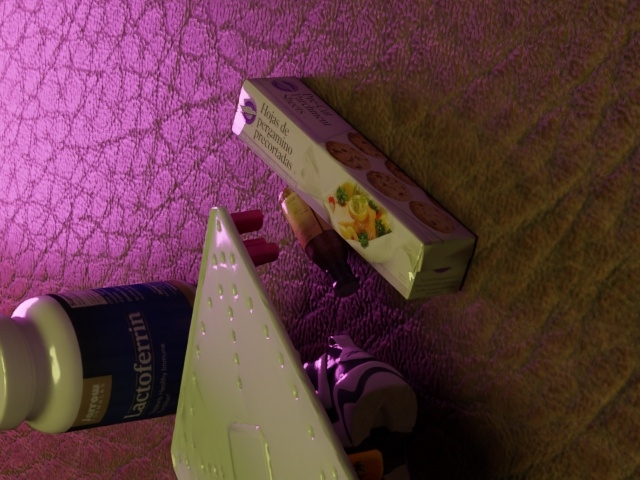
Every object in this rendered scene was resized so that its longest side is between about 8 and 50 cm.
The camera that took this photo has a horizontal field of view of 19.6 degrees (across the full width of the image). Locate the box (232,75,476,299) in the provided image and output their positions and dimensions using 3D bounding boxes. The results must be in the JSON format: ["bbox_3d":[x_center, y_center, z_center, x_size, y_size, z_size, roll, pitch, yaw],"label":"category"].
[{"bbox_3d":[0.026,-0.056,1.779,0.324,0.067,0.063,45,129,43],"label":"box"}]

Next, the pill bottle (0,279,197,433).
[{"bbox_3d":[-0.253,0.130,2.033,0.153,0.265,0.153,13,106,54],"label":"pill bottle"}]

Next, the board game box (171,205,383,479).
[{"bbox_3d":[-0.044,0.228,1.787,0.390,0.050,0.390,102,151,-43],"label":"board game box"}]

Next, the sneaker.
[{"bbox_3d":[0.020,0.198,1.813,0.153,0.094,0.235,-128,33,-53],"label":"sneaker"}]

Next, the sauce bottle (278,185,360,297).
[{"bbox_3d":[0.000,0.000,1.845,0.042,0.042,0.128,-56,49,43],"label":"sauce bottle"}]
